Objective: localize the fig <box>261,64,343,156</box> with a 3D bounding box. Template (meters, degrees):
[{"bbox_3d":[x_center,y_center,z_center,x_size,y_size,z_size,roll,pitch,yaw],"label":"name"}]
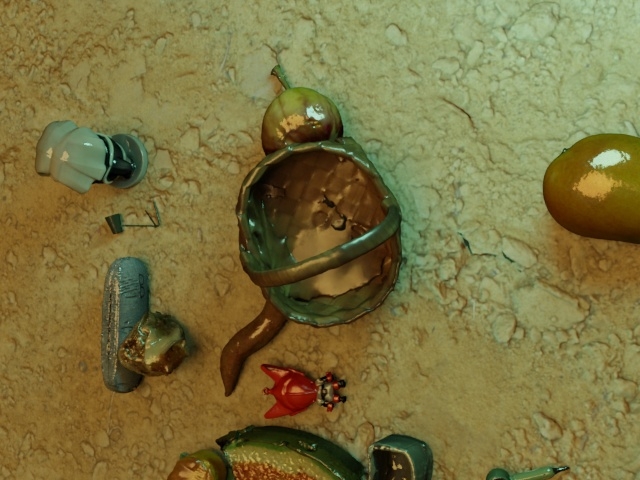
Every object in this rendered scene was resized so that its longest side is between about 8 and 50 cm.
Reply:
[{"bbox_3d":[-0.052,-0.244,1.888,0.160,0.143,0.230,-30,80,22],"label":"fig"}]

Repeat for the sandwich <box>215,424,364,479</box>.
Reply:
[{"bbox_3d":[-0.042,0.460,1.926,0.292,0.109,0.212,-5,98,29],"label":"sandwich"}]

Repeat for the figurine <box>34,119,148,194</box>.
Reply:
[{"bbox_3d":[-0.473,-0.170,2.028,0.176,0.236,0.132,21,100,21],"label":"figurine"}]

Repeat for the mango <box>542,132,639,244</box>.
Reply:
[{"bbox_3d":[0.495,-0.086,1.653,0.255,0.139,0.175,8,107,16],"label":"mango"}]

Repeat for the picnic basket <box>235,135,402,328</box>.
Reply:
[{"bbox_3d":[0.000,0.000,1.719,0.293,0.337,0.337,-21,82,6],"label":"picnic basket"}]

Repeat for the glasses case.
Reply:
[{"bbox_3d":[-0.402,0.174,2.074,0.067,0.109,0.282,2,91,26],"label":"glasses case"}]

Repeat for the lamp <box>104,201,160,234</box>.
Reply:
[{"bbox_3d":[-0.394,-0.039,2.109,0.121,0.041,0.054,-16,93,26],"label":"lamp"}]

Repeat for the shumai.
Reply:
[{"bbox_3d":[-0.317,0.211,2.012,0.116,0.146,0.145,-2,91,57],"label":"shumai"}]

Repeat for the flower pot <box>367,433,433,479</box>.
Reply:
[{"bbox_3d":[0.131,0.474,1.844,0.103,0.108,0.229,15,99,23],"label":"flower pot"}]

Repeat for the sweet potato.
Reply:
[{"bbox_3d":[-0.134,0.191,1.982,0.281,0.067,0.059,-50,35,22],"label":"sweet potato"}]

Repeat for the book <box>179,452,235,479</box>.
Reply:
[{"bbox_3d":[-0.233,0.498,2.055,0.135,0.017,0.103,9,95,26],"label":"book"}]

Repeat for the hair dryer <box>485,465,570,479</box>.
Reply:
[{"bbox_3d":[0.364,0.418,1.768,0.150,0.071,0.047,-14,87,8],"label":"hair dryer"}]

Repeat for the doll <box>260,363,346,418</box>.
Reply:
[{"bbox_3d":[-0.035,0.291,1.940,0.169,0.057,0.109,-2,93,25],"label":"doll"}]

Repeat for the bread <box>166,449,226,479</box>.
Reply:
[{"bbox_3d":[-0.273,0.535,2.016,0.102,0.094,0.245,32,105,18],"label":"bread"}]
